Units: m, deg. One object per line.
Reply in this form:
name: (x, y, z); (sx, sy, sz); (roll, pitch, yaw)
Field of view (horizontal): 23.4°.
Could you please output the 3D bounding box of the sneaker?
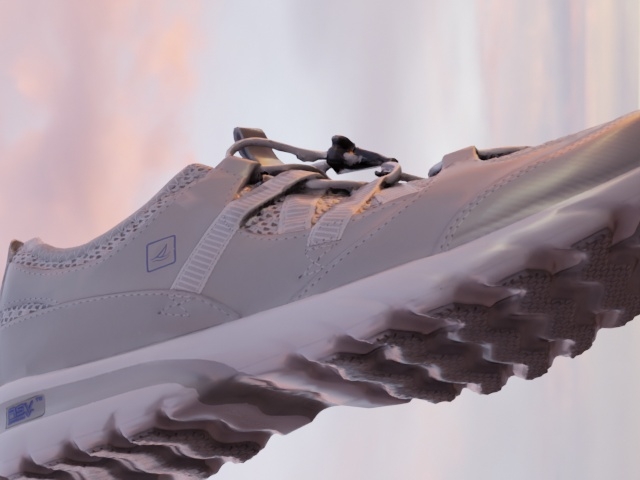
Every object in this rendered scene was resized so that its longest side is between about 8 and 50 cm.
sneaker: (0.000, 0.000, 0.534); (0.105, 0.281, 0.115); (46, -152, -63)
